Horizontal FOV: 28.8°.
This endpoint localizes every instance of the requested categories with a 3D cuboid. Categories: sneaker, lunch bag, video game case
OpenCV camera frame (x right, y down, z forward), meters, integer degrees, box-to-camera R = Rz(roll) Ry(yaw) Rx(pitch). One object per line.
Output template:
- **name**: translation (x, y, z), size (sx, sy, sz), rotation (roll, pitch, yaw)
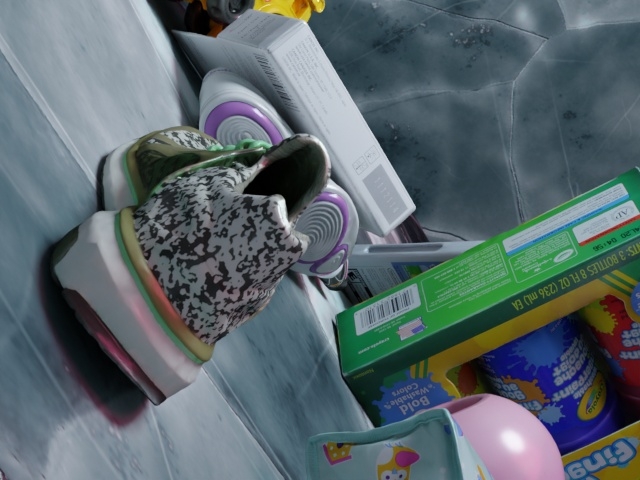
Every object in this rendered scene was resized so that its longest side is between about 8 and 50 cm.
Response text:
- **sneaker**: translation (-0.048, -0.087, 1.507), size (0.305, 0.114, 0.152), rotation (57, 6, -36)
- **lunch bag**: translation (0.092, 0.300, 1.011), size (0.223, 0.160, 0.262), rotation (56, 21, -53)
- **sneaker**: translation (0.000, 0.000, 1.727), size (0.077, 0.072, 0.178), rotation (66, 13, -46)
- **video game case**: translation (0.193, 0.136, 1.823), size (0.036, 0.300, 0.329), rotation (-49, 121, -33)
- **sneaker**: translation (-0.066, -0.018, 0.955), size (0.158, 0.182, 0.410), rotation (59, 9, -18)

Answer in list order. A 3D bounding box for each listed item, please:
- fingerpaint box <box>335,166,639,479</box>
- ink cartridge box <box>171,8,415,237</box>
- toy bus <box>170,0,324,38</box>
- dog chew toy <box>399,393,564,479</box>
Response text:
- **fingerpaint box**: translation (0.301, 0.177, 1.634), size (0.371, 0.445, 0.163), rotation (59, 12, -26)
- **ink cartridge box**: translation (-0.036, -0.156, 1.572), size (0.261, 0.066, 0.296), rotation (25, -27, 55)
- **toy bus**: translation (-0.089, -0.355, 1.649), size (0.149, 0.211, 0.220), rotation (32, -10, 37)
- **dog chew toy**: translation (0.185, 0.337, 1.325), size (0.206, 0.206, 0.332), rotation (-14, 84, -81)
